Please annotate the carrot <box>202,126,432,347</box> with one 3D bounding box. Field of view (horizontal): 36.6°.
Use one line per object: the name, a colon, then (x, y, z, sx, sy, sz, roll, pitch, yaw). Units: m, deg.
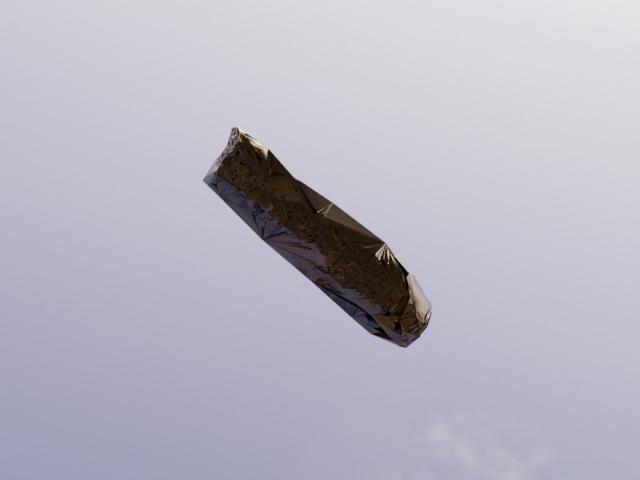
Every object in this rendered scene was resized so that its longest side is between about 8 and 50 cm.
carrot: (0.000, 0.001, 0.796, 0.228, 0.069, 0.069, 42, -142, -12)
